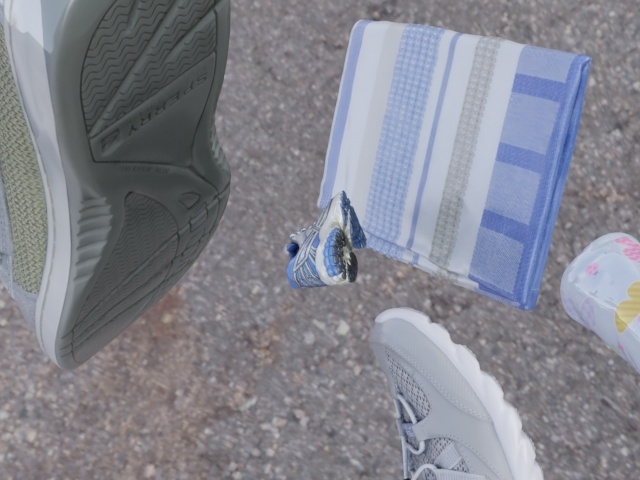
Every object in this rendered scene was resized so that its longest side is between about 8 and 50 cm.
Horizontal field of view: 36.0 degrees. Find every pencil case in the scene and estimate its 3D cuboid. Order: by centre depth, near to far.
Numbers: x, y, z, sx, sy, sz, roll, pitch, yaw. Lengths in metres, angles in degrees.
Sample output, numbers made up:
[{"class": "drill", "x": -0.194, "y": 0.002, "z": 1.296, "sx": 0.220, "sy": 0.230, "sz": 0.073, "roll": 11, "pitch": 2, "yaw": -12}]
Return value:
[{"class": "pencil case", "x": 0.361, "y": 0.099, "z": 1.013, "sx": 0.113, "sy": 0.124, "sz": 0.273, "roll": -45, "pitch": 31, "yaw": 6}]

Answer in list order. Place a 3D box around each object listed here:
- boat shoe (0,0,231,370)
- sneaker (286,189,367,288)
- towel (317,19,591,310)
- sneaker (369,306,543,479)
[{"class": "boat shoe", "x": -0.116, "y": -0.044, "z": 0.469, "sx": 0.103, "sy": 0.320, "sz": 0.118, "roll": 41, "pitch": 62, "yaw": 15}, {"class": "sneaker", "x": 0.000, "y": 0.000, "z": 0.807, "sx": 0.058, "sy": 0.052, "sz": 0.135, "roll": -19, "pitch": 16, "yaw": 16}, {"class": "towel", "x": 0.101, "y": -0.076, "z": 0.849, "sx": 0.285, "sy": 0.034, "sz": 0.209, "roll": 24, "pitch": 108, "yaw": 51}, {"class": "sneaker", "x": 0.090, "y": 0.179, "z": 0.656, "sx": 0.115, "sy": 0.105, "sz": 0.281, "roll": -23, "pitch": 80, "yaw": -6}]
